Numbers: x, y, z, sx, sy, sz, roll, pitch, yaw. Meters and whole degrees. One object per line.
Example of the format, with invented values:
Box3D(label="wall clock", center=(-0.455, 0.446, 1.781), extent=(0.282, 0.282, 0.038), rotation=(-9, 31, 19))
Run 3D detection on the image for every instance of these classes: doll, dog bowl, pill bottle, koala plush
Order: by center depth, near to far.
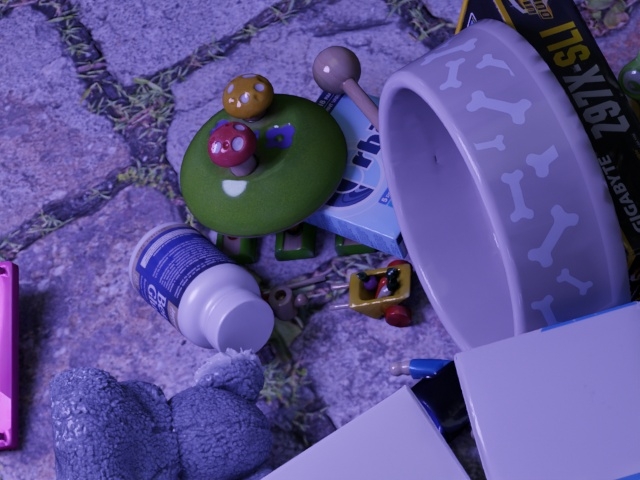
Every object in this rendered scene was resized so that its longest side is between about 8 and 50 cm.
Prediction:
Box3D(label="dog bowl", center=(0.159, -0.026, 1.662), extent=(0.102, 0.349, 0.349), rotation=(-19, 52, -12))
Box3D(label="koala plush", center=(-0.147, 0.201, 1.735), extent=(0.221, 0.203, 0.196), rotation=(-4, 63, -8))
Box3D(label="doll", center=(0.110, 0.164, 1.754), extent=(0.189, 0.046, 0.129), rotation=(-40, 55, -11))
Box3D(label="pill bottle", center=(-0.121, 0.055, 1.853), extent=(0.094, 0.094, 0.169), rotation=(-40, 42, -12))

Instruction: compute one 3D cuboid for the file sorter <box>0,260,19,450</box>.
Box3D(label="file sorter", center=(-0.484, 0.116, 1.853), extent=(0.291, 0.182, 0.202), rotation=(-7, 73, 14))

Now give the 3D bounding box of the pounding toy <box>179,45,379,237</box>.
Box3D(label="pounding toy", center=(-0.049, -0.118, 1.853), extent=(0.237, 0.110, 0.183), rotation=(-29, 50, -3))

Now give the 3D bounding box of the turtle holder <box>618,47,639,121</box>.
Box3D(label="turtle holder", center=(0.414, -0.129, 1.718), extent=(0.227, 0.243, 0.320), rotation=(-23, 11, 27))

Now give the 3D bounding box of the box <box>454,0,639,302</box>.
Box3D(label="box", center=(0.225, -0.081, 1.703), extent=(0.079, 0.257, 0.322), rotation=(-19, 69, -14))

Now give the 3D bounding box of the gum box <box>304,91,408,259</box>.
Box3D(label="gum box", center=(0.048, -0.077, 1.887), extent=(0.184, 0.041, 0.157), rotation=(21, 64, 29))

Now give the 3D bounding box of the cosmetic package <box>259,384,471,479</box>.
Box3D(label="cosmetic package", center=(-0.031, 0.302, 1.589), extent=(0.365, 0.197, 0.155), rotation=(-33, 75, -8))

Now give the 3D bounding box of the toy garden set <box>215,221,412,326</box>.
Box3D(label="toy garden set", center=(0.000, 0.000, 1.901), extent=(0.244, 0.049, 0.204), rotation=(-5, 55, 14))

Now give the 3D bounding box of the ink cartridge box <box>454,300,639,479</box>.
Box3D(label="ink cartridge box", center=(0.234, 0.199, 1.573), extent=(0.171, 0.232, 0.168), rotation=(-18, 55, 5))
